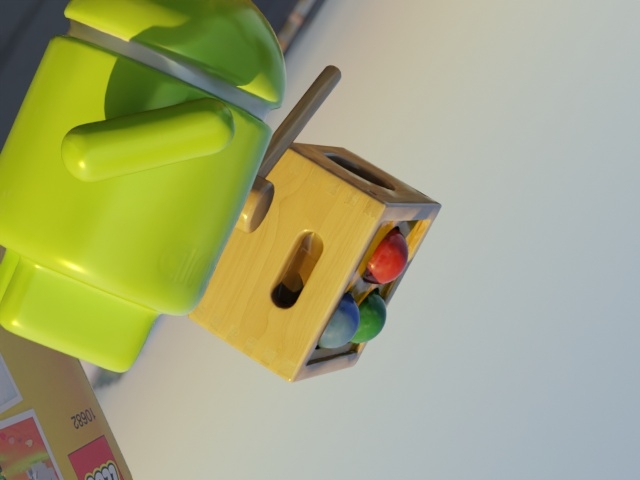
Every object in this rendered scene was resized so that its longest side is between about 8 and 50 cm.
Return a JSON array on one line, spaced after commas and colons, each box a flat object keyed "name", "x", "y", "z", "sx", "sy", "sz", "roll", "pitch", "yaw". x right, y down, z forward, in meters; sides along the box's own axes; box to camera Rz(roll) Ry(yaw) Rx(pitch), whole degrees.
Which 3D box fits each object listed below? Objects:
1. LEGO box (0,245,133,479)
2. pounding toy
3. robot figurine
[{"name": "LEGO box", "x": -0.322, "y": 0.181, "z": 1.172, "sx": 0.193, "sy": 0.372, "sz": 0.500, "roll": -24, "pitch": 179, "yaw": 18}, {"name": "pounding toy", "x": 0.002, "y": -0.008, "z": 1.103, "sx": 0.181, "sy": 0.094, "sz": 0.206, "roll": -62, "pitch": 164, "yaw": 10}, {"name": "robot figurine", "x": -0.051, "y": -0.025, "z": 0.492, "sx": 0.115, "sy": 0.067, "sz": 0.101, "roll": -67, "pitch": -164, "yaw": 0}]
